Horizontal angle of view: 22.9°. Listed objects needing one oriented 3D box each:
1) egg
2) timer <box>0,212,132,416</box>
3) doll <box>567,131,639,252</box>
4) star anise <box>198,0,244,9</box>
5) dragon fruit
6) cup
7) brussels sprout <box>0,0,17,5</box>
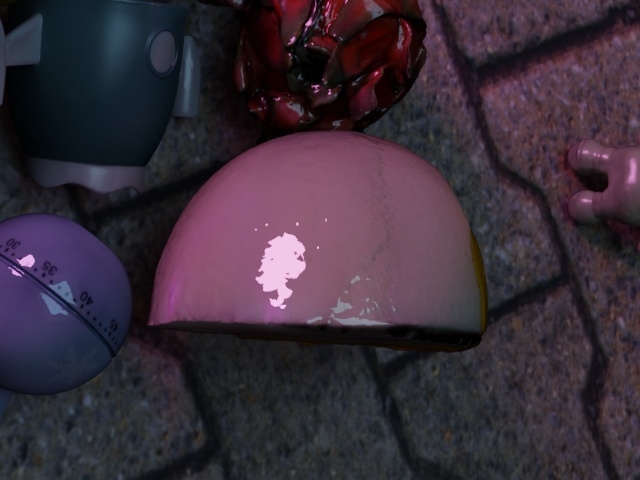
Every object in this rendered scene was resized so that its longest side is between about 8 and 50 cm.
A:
[{"bbox_3d":[0.000,0.000,1.427,0.337,0.337,0.201,6,82,-31],"label":"egg"},{"bbox_3d":[-0.283,0.082,1.361,0.255,0.175,0.175,-33,101,-2],"label":"timer"},{"bbox_3d":[0.411,-0.038,1.820,0.275,0.113,0.155,19,69,-27],"label":"doll"},{"bbox_3d":[-0.133,-0.329,1.485,0.315,0.108,0.315,4,51,-6],"label":"star anise"},{"bbox_3d":[0.008,-0.186,1.528,0.274,0.192,0.193,-45,119,-75],"label":"dragon fruit"},{"bbox_3d":[-0.208,-0.133,1.424,0.299,0.167,0.173,-4,101,-56],"label":"cup"},{"bbox_3d":[-0.287,-0.298,1.275,0.271,0.210,0.219,-38,134,-41],"label":"brussels sprout"}]
